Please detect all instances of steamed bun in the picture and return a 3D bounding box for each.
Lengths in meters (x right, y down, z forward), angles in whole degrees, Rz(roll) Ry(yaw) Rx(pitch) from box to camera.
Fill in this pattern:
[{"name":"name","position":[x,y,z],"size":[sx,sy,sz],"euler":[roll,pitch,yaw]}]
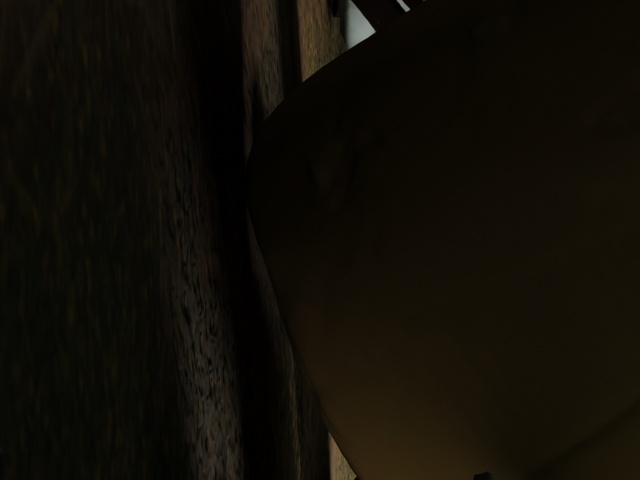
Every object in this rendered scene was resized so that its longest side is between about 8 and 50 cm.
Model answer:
[{"name":"steamed bun","position":[0.212,0.049,0.846],"size":[0.290,0.371,0.456],"euler":[-36,95,-46]}]

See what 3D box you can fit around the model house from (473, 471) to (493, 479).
[{"name":"model house","position":[0.033,0.232,0.647],"size":[0.357,0.242,0.313],"euler":[76,-4,-62]}]

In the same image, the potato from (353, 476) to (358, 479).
[{"name":"potato","position":[0.098,0.258,1.269],"size":[0.266,0.229,0.229],"euler":[-94,180,-72]}]

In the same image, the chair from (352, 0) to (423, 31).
[{"name":"chair","position":[0.037,-0.098,1.180],"size":[0.326,0.183,0.175],"euler":[43,9,-2]}]

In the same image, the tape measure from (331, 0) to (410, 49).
[{"name":"tape measure","position":[0.050,-0.180,1.553],"size":[0.164,0.084,0.330],"euler":[79,8,-50]}]
